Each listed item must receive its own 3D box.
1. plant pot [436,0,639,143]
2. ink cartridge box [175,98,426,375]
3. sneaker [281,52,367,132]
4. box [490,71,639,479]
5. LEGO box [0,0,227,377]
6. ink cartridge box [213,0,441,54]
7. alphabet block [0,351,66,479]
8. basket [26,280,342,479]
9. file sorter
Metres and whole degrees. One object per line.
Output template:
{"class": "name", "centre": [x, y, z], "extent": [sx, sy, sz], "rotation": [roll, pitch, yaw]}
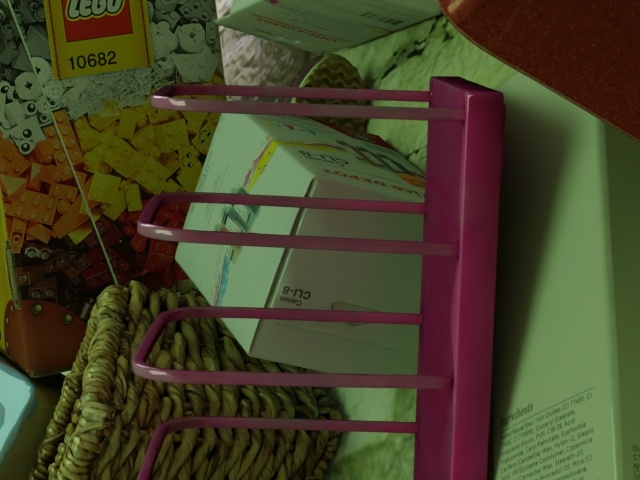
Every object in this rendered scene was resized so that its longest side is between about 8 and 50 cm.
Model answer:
{"class": "plant pot", "centre": [0.194, -0.192, 0.751], "extent": [0.236, 0.267, 0.267], "rotation": [-46, 37, 28]}
{"class": "ink cartridge box", "centre": [0.000, 0.000, 1.184], "extent": [0.176, 0.128, 0.127], "rotation": [46, 119, 60]}
{"class": "sneaker", "centre": [-0.022, -0.050, 1.323], "extent": [0.084, 0.069, 0.186], "rotation": [14, 89, 62]}
{"class": "box", "centre": [0.149, 0.036, 0.898], "extent": [0.113, 0.094, 0.275], "rotation": [-36, 47, 55]}
{"class": "LEGO box", "centre": [-0.255, -0.123, 1.562], "extent": [0.500, 0.193, 0.373], "rotation": [-160, 62, -65]}
{"class": "ink cartridge box", "centre": [0.005, -0.189, 1.292], "extent": [0.181, 0.104, 0.062], "rotation": [-10, 69, 63]}
{"class": "alphabet block", "centre": [-0.286, 0.186, 1.478], "extent": [0.193, 0.197, 0.192], "rotation": [27, 88, 32]}
{"class": "basket", "centre": [-0.164, 0.183, 1.279], "extent": [0.213, 0.223, 0.299], "rotation": [46, 122, 43]}
{"class": "file sorter", "centre": [-0.007, 0.057, 0.970], "extent": [0.202, 0.182, 0.291], "rotation": [-99, 11, -82]}
